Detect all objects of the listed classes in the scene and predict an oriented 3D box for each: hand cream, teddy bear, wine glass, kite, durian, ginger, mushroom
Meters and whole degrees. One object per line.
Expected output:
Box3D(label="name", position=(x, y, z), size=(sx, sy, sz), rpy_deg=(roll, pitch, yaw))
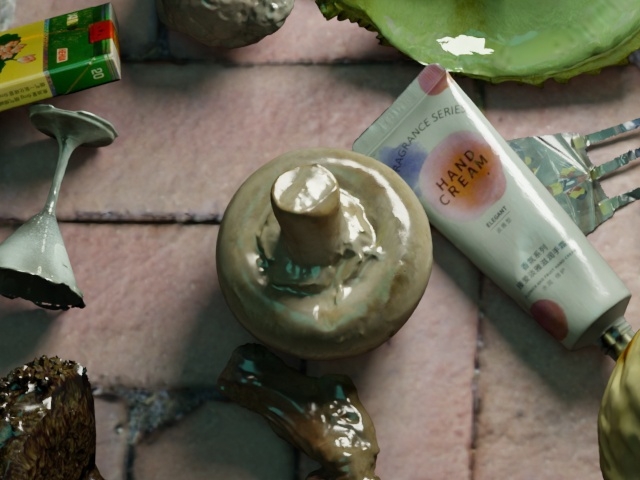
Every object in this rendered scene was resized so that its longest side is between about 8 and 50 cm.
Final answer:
Box3D(label="hand cream", position=(0.180, -0.013, 1.733), size=(0.124, 0.078, 0.341), rpy_deg=(-47, 76, 14))
Box3D(label="teddy bear", position=(-0.081, -0.324, 1.808), size=(0.236, 0.151, 0.267), rpy_deg=(7, 69, 45))
Box3D(label="wine glass", position=(-0.266, -0.035, 1.770), size=(0.122, 0.122, 0.183), rpy_deg=(9, 72, 8))
Box3D(label="kite", position=(0.260, -0.062, 1.773), size=(0.245, 0.015, 0.141), rpy_deg=(-21, 80, 1))
Box3D(label="durian", position=(0.188, -0.245, 1.735), size=(0.394, 0.198, 0.163), rpy_deg=(-5, 76, 8))
Box3D(label="ginger", position=(0.013, 0.215, 1.703), size=(0.122, 0.084, 0.290), rpy_deg=(-39, 78, 17))
Box3D(label="mushroom", position=(0.000, 0.000, 1.682), size=(0.207, 0.215, 0.207), rpy_deg=(-2, 67, 6))

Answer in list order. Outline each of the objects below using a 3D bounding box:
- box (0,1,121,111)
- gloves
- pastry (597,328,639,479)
Box3D(label="box", position=(-0.315, -0.169, 1.808), size=(0.235, 0.034, 0.132), rpy_deg=(-16, 31, 1))
Box3D(label="gloves", position=(-0.298, 0.250, 1.664), size=(0.135, 0.210, 0.312), rpy_deg=(32, 88, 27))
Box3D(label="pastry", position=(0.431, 0.157, 1.534), size=(0.388, 0.389, 0.313), rpy_deg=(-2, 36, 5))
